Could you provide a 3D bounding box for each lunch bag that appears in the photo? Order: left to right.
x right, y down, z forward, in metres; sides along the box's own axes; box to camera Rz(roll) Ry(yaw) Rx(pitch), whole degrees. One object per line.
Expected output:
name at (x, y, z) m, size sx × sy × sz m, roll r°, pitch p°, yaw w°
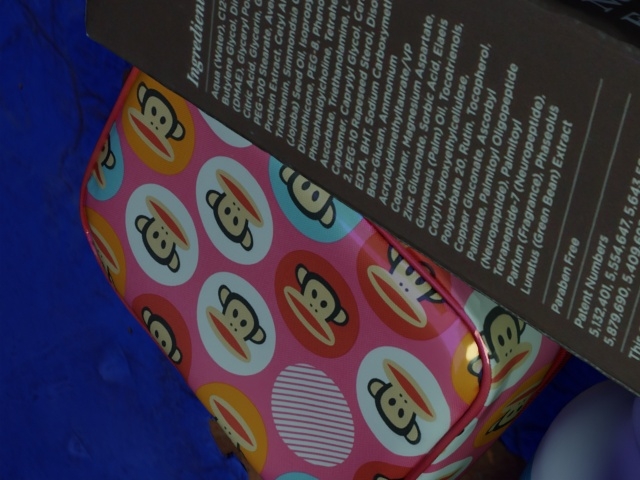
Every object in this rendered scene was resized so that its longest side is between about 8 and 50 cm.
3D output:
lunch bag at (0.000, 0.000, 0.832) m, size 0.293 × 0.120 × 0.258 m, roll 50°, pitch 140°, yaw 16°

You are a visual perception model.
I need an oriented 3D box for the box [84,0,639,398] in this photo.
box at (0.094, -0.090, 0.619) m, size 0.381 × 0.191 × 0.143 m, roll 32°, pitch 133°, yaw 30°

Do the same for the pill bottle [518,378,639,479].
pill bottle at (0.156, 0.166, 0.736) m, size 0.146 × 0.146 × 0.264 m, roll 43°, pitch 139°, yaw 23°
